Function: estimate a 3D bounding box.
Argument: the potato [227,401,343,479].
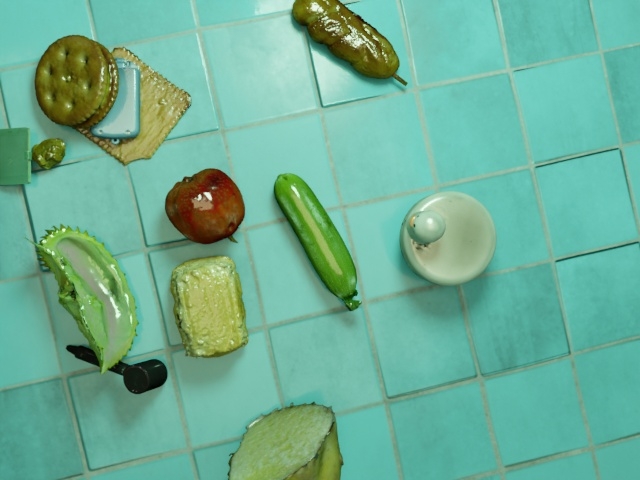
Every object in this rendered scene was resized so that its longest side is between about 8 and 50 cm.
[{"bbox_3d":[-0.060,0.564,1.863,0.289,0.301,0.237,-14,115,26],"label":"potato"}]

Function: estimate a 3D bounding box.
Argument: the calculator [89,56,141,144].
[{"bbox_3d":[-0.492,-0.334,1.888,0.121,0.039,0.210,-1,90,-2],"label":"calculator"}]

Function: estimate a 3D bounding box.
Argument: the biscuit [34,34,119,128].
[{"bbox_3d":[-0.572,-0.371,1.845,0.220,0.066,0.220,-1,88,25],"label":"biscuit"}]

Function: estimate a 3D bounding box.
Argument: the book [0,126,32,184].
[{"bbox_3d":[-0.730,-0.199,1.872,0.103,0.017,0.135,-2,90,17],"label":"book"}]

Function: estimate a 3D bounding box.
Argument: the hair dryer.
[{"bbox_3d":[-0.495,0.298,1.889,0.248,0.114,0.070,16,93,15],"label":"hair dryer"}]

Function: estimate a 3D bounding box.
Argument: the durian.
[{"bbox_3d":[-0.535,0.120,1.832,0.157,0.169,0.355,-29,94,-3],"label":"durian"}]

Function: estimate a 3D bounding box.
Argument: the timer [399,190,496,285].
[{"bbox_3d":[0.306,-0.006,1.883,0.234,0.240,0.233,0,89,-6],"label":"timer"}]

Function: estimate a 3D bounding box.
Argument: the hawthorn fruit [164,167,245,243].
[{"bbox_3d":[-0.262,-0.067,1.869,0.179,0.179,0.200,-38,114,-5],"label":"hawthorn fruit"}]

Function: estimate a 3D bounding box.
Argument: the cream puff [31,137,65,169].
[{"bbox_3d":[-0.644,-0.208,1.881,0.083,0.083,0.058,-54,137,-14],"label":"cream puff"}]

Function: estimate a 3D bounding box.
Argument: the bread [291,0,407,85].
[{"bbox_3d":[0.083,-0.495,1.939,0.344,0.084,0.124,37,87,-5],"label":"bread"}]

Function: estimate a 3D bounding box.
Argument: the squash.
[{"bbox_3d":[0.000,0.000,1.923,0.101,0.101,0.378,-29,89,-5],"label":"squash"}]

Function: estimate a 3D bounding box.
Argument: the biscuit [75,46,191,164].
[{"bbox_3d":[-0.467,-0.320,1.918,0.232,0.013,0.237,36,88,-4],"label":"biscuit"}]

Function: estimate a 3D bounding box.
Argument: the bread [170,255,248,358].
[{"bbox_3d":[-0.265,0.160,1.885,0.174,0.121,0.245,-12,87,-14],"label":"bread"}]
